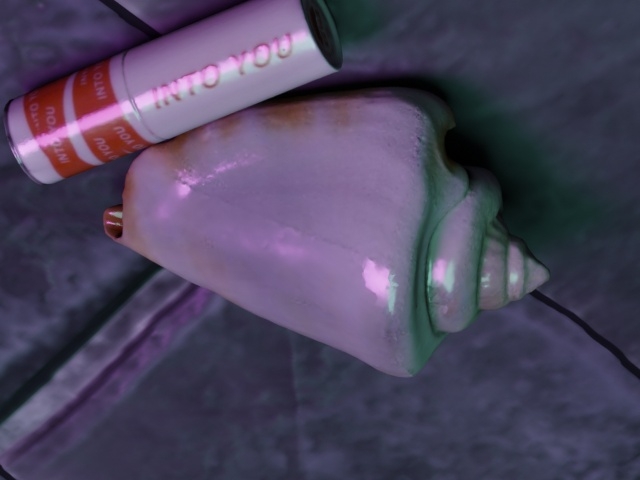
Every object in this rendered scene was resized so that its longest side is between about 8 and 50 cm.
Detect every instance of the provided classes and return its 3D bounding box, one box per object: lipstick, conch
[{"bbox_3d":[-0.057,-0.060,0.681,0.131,0.038,0.038,-20,126,18],"label":"lipstick"},{"bbox_3d":[0.005,-0.009,0.711,0.176,0.094,0.104,22,147,19],"label":"conch"}]
